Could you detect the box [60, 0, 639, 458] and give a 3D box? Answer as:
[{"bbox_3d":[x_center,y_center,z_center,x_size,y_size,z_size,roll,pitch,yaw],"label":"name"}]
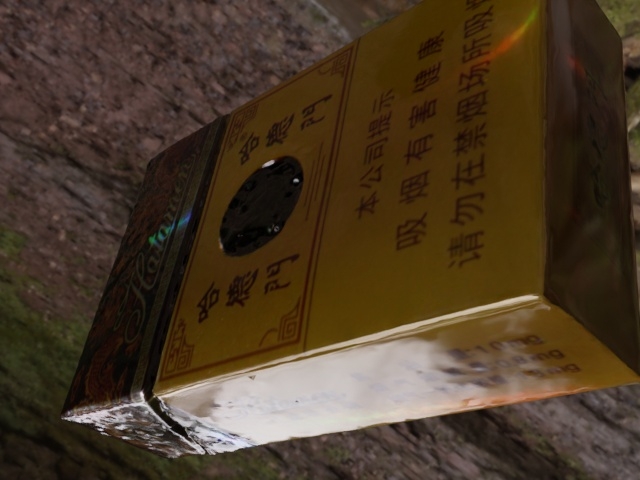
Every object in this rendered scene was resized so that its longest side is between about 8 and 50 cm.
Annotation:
[{"bbox_3d":[0.000,0.000,0.543,0.415,0.265,0.115,-19,139,39],"label":"box"}]
